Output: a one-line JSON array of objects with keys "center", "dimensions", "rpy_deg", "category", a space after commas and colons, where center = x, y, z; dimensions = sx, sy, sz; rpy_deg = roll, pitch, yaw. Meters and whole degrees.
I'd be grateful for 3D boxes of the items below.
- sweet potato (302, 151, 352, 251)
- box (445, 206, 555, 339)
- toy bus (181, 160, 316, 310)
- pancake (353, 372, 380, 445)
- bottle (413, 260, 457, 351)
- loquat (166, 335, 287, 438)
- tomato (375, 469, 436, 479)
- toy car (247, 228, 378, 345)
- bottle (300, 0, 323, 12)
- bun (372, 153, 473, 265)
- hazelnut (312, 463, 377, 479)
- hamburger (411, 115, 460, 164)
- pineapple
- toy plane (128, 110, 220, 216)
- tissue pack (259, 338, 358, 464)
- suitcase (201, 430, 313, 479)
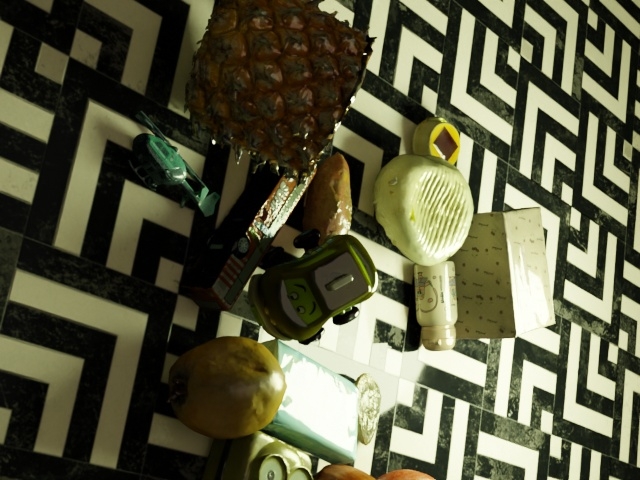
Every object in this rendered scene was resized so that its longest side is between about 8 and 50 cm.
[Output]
[{"center": [0.000, 0.000, 2.158], "dimensions": [0.109, 0.109, 0.385], "rpy_deg": [26, 71, -42], "category": "sweet potato"}, {"center": [0.411, 0.078, 2.487], "dimensions": [0.190, 0.225, 0.297], "rpy_deg": [-6, 90, -47], "category": "box"}, {"center": [-0.132, -0.039, 2.026], "dimensions": [0.092, 0.093, 0.408], "rpy_deg": [58, 49, -35], "category": "toy bus"}, {"center": [0.096, 0.363, 2.229], "dimensions": [0.158, 0.028, 0.158], "rpy_deg": [-1, 90, -68], "category": "pancake"}, {"center": [0.273, 0.155, 2.429], "dimensions": [0.110, 0.097, 0.209], "rpy_deg": [4, 82, -66], "category": "bottle"}, {"center": [-0.174, 0.267, 1.877], "dimensions": [0.234, 0.187, 0.176], "rpy_deg": [-8, 117, -32], "category": "loquat"}, {"center": [0.174, 0.589, 2.188], "dimensions": [0.208, 0.184, 0.208], "rpy_deg": [6, 78, -31], "category": "tomato"}, {"center": [-0.001, 0.086, 1.989], "dimensions": [0.248, 0.198, 0.204], "rpy_deg": [-28, 95, -19], "category": "toy car"}, {"center": [-0.094, -0.467, 2.090], "dimensions": [0.336, 0.144, 0.144], "rpy_deg": [42, 56, -34], "category": "bottle"}, {"center": [0.226, -0.079, 2.369], "dimensions": [0.259, 0.160, 0.259], "rpy_deg": [1, 87, -31], "category": "bun"}, {"center": [0.044, 0.550, 2.047], "dimensions": [0.176, 0.214, 0.214], "rpy_deg": [49, 50, -52], "category": "hazelnut"}, {"center": [0.277, -0.234, 2.498], "dimensions": [0.127, 0.081, 0.141], "rpy_deg": [32, 75, -37], "category": "hamburger"}, {"center": [-0.087, -0.296, 1.920], "dimensions": [0.300, 0.352, 0.352], "rpy_deg": [21, 64, -5], "category": "pineapple"}, {"center": [-0.275, -0.128, 1.915], "dimensions": [0.235, 0.060, 0.096], "rpy_deg": [51, 38, -24], "category": "toy plane"}, {"center": [-0.033, 0.326, 2.061], "dimensions": [0.263, 0.089, 0.177], "rpy_deg": [36, 45, -42], "category": "tissue pack"}, {"center": [-0.118, 0.474, 1.927], "dimensions": [0.194, 0.143, 0.234], "rpy_deg": [33, 61, -39], "category": "suitcase"}]
